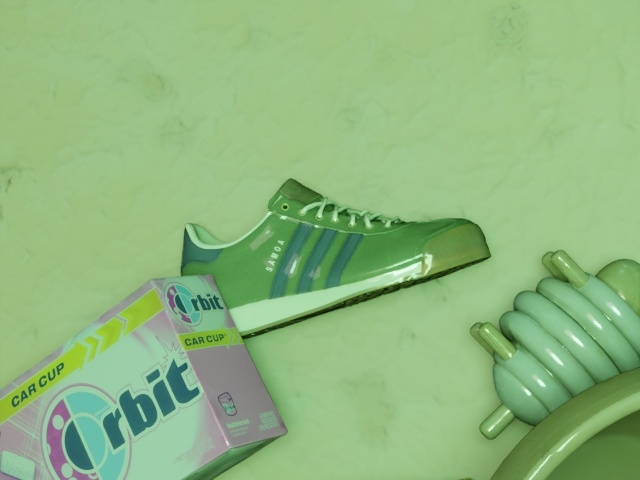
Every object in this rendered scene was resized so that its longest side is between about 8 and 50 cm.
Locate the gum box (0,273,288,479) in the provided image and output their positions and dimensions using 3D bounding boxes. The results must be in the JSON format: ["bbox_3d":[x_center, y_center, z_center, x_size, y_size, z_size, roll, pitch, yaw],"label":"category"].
[{"bbox_3d":[-0.124,0.114,0.767,0.188,0.062,0.107,-35,74,26],"label":"gum box"}]

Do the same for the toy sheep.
[{"bbox_3d":[0.137,0.062,0.724,0.132,0.091,0.091,-44,75,0],"label":"toy sheep"}]

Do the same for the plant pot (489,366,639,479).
[{"bbox_3d":[0.168,0.164,0.665,0.237,0.110,0.237,-4,105,-15],"label":"plant pot"}]

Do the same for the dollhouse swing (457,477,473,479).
[{"bbox_3d":[-0.022,0.324,0.614,0.315,0.305,0.347,-19,77,11],"label":"dollhouse swing"}]

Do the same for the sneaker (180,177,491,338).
[{"bbox_3d":[0.000,0.000,0.775,0.192,0.064,0.086,-18,83,14],"label":"sneaker"}]
